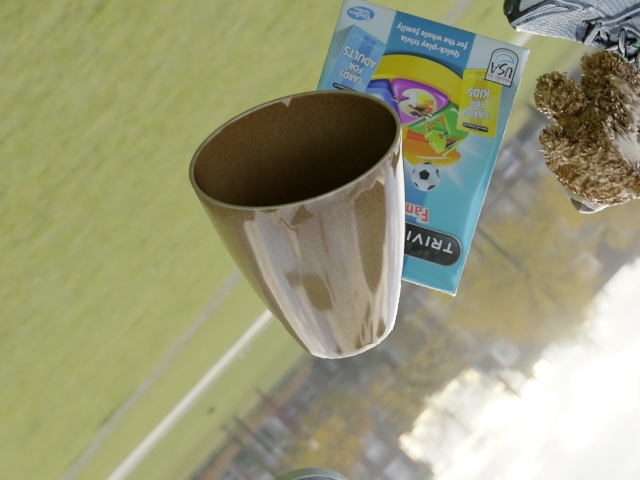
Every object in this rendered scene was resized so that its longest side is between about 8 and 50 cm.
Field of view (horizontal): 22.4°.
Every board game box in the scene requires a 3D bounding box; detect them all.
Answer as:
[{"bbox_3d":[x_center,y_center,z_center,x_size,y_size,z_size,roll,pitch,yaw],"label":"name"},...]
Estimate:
[{"bbox_3d":[0.105,-0.123,2.127,0.079,0.254,0.336,32,75,-85],"label":"board game box"}]

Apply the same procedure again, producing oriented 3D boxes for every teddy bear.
[{"bbox_3d":[0.368,-0.128,2.031,0.113,0.245,0.338,-45,-159,32],"label":"teddy bear"}]

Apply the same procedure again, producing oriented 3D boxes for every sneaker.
[{"bbox_3d":[0.347,-0.201,1.591,0.134,0.343,0.146,157,-59,-83],"label":"sneaker"}]

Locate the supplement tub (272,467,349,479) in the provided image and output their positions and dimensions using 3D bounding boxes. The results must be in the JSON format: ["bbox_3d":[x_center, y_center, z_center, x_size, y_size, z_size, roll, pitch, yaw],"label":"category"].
[{"bbox_3d":[0.008,0.312,1.499,0.144,0.144,0.199,-47,-155,7],"label":"supplement tub"}]

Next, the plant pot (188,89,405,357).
[{"bbox_3d":[0.000,0.000,1.813,0.237,0.254,0.237,-11,-148,7],"label":"plant pot"}]
